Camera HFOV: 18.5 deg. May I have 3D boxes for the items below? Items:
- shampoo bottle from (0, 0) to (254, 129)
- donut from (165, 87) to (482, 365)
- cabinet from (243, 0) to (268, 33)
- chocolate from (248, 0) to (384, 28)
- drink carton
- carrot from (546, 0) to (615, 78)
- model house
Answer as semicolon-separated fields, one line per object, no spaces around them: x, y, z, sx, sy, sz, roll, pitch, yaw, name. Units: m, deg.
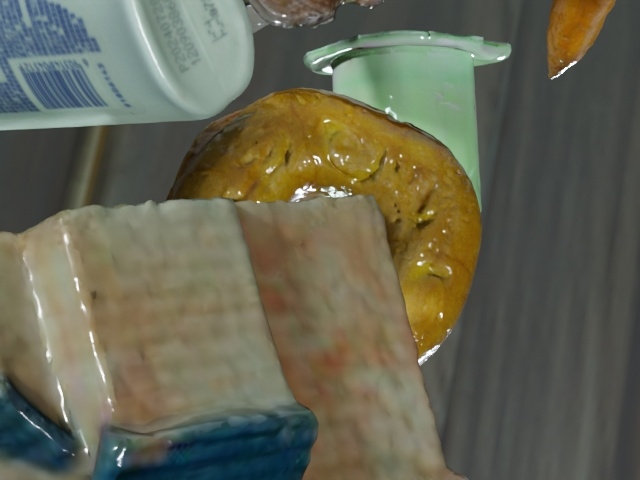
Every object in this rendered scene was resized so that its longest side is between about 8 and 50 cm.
-0.198;-0.128;1.140;0.359;0.078;0.134;2;125;45;shampoo bottle
0.000;0.002;1.351;0.227;0.226;0.114;15;163;-12;donut
-0.127;-0.288;1.967;0.148;0.174;0.215;-13;175;-34;cabinet
-0.021;-0.262;1.376;0.148;0.093;0.214;-17;118;43;chocolate
0.068;-0.087;1.610;0.144;0.142;0.146;4;172;-37;drink carton
0.252;-0.235;1.864;0.072;0.072;0.205;14;124;-7;carrot
-0.088;0.140;1.051;0.245;0.280;0.312;-23;168;40;model house
